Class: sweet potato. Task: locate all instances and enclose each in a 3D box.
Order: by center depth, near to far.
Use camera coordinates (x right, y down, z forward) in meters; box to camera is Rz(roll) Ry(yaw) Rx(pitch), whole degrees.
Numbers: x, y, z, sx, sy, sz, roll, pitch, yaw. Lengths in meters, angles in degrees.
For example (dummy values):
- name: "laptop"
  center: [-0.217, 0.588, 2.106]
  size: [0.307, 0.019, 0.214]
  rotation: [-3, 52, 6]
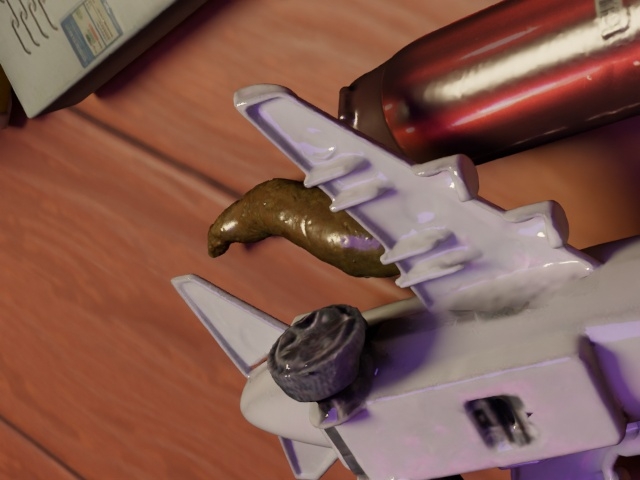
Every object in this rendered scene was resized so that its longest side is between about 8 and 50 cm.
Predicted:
- name: "sweet potato"
  center: [-0.001, -0.007, 0.555]
  size: [0.153, 0.038, 0.041]
  rotation: [5, 97, 42]

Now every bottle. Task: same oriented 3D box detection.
- name: "bottle"
  center: [0.076, -0.061, 0.453]
  size: [0.164, 0.060, 0.060]
  rotation: [-16, 96, 44]

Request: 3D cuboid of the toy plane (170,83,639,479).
- name: "toy plane"
  center: [0.065, 0.046, 0.463]
  size: [0.255, 0.101, 0.251]
  rotation: [-12, 121, 34]

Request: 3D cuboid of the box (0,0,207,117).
- name: "box"
  center: [-0.138, -0.213, 0.582]
  size: [0.211, 0.045, 0.270]
  rotation: [-29, 88, 44]

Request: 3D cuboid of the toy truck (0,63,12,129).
- name: "toy truck"
  center: [-0.218, -0.103, 0.686]
  size: [0.111, 0.076, 0.076]
  rotation: [25, 105, 35]
